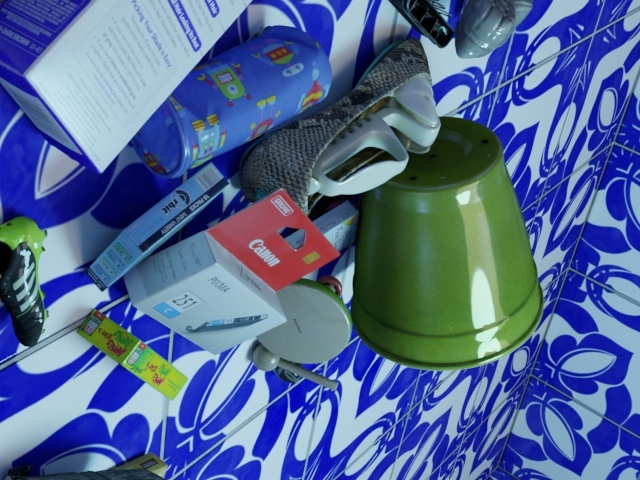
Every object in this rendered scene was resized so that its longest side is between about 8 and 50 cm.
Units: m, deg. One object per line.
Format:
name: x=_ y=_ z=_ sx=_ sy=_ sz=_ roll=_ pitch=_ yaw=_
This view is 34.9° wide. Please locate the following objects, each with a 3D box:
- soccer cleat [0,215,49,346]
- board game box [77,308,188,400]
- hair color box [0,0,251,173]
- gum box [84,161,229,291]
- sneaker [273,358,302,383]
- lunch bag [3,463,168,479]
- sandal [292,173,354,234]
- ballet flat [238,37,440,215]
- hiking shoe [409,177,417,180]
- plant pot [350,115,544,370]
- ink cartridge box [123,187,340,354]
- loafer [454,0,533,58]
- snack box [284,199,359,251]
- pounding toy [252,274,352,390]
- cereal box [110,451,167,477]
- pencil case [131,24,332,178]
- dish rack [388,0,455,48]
soccer cleat: x=-0.370 y=0.054 z=1.230 sx=0.072 sy=0.060 sz=0.178 roll=-19 pitch=127 yaw=-41
board game box: x=-0.269 y=0.169 z=1.478 sx=0.043 sy=0.092 sz=0.181 roll=-55 pitch=153 yaw=-12
hair color box: x=-0.206 y=-0.265 z=1.132 sx=0.339 sy=0.110 sz=0.185 roll=-51 pitch=151 yaw=-15
gum box: x=-0.216 y=-0.015 z=1.333 sx=0.157 sy=0.041 sz=0.184 roll=-43 pitch=-176 yaw=-32
sneaker: x=-0.043 y=0.204 z=1.933 sx=0.067 sy=0.078 sz=0.188 roll=-31 pitch=142 yaw=-45
lunch bag: x=-0.346 y=0.478 z=1.453 sx=0.256 sy=0.213 sz=0.305 roll=4 pitch=93 yaw=-37
sandal: x=0.019 y=-0.051 z=1.826 sx=0.179 sy=0.040 sz=0.067 roll=-46 pitch=150 yaw=-27
ballet flat: x=0.079 y=-0.171 z=1.649 sx=0.483 sy=0.182 sz=0.164 roll=-39 pitch=146 yaw=-37
hiking shoe: x=0.214 y=-0.104 z=2.068 sx=0.132 sy=0.113 sz=0.304 roll=-42 pitch=142 yaw=-13
plant pot: x=0.216 y=-0.018 z=1.835 sx=0.366 sy=0.367 sz=0.353 roll=-41 pitch=137 yaw=-34
ink cartridge box: x=-0.114 y=0.058 z=1.535 sx=0.261 sy=0.066 sz=0.296 roll=-27 pitch=154 yaw=8
loafer: x=0.312 y=-0.416 z=1.877 sx=0.111 sy=0.112 sz=0.319 roll=-46 pitch=180 yaw=33
snack box: x=0.000 y=0.000 z=1.796 sx=0.141 sy=0.037 sz=0.100 roll=-32 pitch=156 yaw=-22
pounding toy: x=-0.028 y=0.138 z=1.831 sx=0.110 sy=0.183 sz=0.236 roll=-70 pitch=171 yaw=-51
cereal box: x=-0.355 y=0.484 z=1.698 sx=0.173 sy=0.047 sz=0.240 roll=-15 pitch=130 yaw=-53
pencil case: x=-0.119 y=-0.194 z=1.346 sx=0.306 sy=0.133 sz=0.119 roll=-34 pitch=180 yaw=-41
dish rack: x=0.211 y=-0.479 z=1.693 sx=0.271 sy=0.074 sz=0.208 roll=-62 pitch=155 yaw=3
